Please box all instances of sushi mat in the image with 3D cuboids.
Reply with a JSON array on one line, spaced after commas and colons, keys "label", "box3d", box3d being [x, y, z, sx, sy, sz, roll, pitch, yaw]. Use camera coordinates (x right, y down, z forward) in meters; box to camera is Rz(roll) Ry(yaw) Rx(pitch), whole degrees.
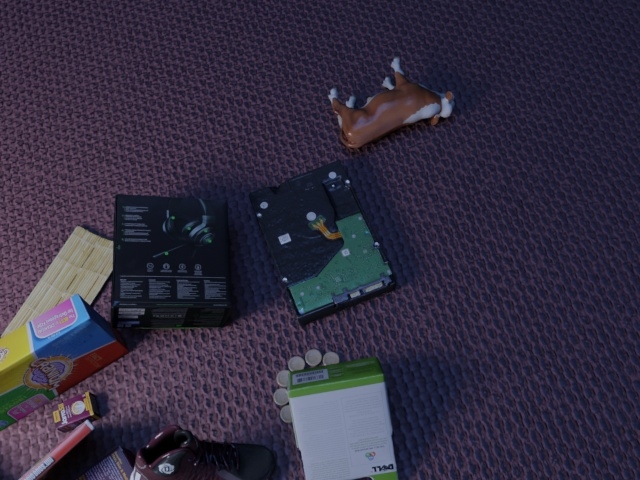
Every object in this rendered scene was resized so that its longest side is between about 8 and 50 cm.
[{"label": "sushi mat", "box3d": [-0.588, 0.118, 1.625, 0.151, 0.019, 0.316, 23, 69, 14]}]

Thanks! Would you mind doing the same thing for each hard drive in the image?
[{"label": "hard drive", "box3d": [0.000, 0.000, 1.601, 0.237, 0.064, 0.339, -22, 63, -5]}]

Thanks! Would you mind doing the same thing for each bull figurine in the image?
[{"label": "bull figurine", "box3d": [0.175, -0.336, 1.730, 0.310, 0.101, 0.188, -25, 60, -9]}]

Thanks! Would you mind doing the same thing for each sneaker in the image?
[{"label": "sneaker", "box3d": [-0.213, 0.410, 1.326, 0.281, 0.162, 0.106, -5, 42, -20]}]

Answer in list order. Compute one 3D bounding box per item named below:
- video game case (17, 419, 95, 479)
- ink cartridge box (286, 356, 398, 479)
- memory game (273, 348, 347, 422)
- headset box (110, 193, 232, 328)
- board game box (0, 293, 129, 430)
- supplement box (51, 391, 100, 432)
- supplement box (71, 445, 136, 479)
[{"label": "video game case", "box3d": [-0.556, 0.454, 1.328, 0.025, 0.204, 0.285, 48, 60, -3]}, {"label": "ink cartridge box", "box3d": [0.046, 0.379, 1.390, 0.189, 0.097, 0.255, -9, 102, -1]}, {"label": "memory game", "box3d": [-0.007, 0.317, 1.474, 0.186, 0.012, 0.186, -2, 64, 5]}, {"label": "headset box", "box3d": [-0.328, 0.038, 1.535, 0.246, 0.131, 0.283, 1, 63, -18]}, {"label": "board game box", "box3d": [-0.578, 0.254, 1.435, 0.316, 0.242, 0.064, -32, 66, -9]}, {"label": "supplement box", "box3d": [-0.515, 0.362, 1.485, 0.083, 0.043, 0.055, -22, 65, -5]}, {"label": "supplement box", "box3d": [-0.437, 0.507, 1.384, 0.188, 0.081, 0.104, -35, 66, -11]}]
